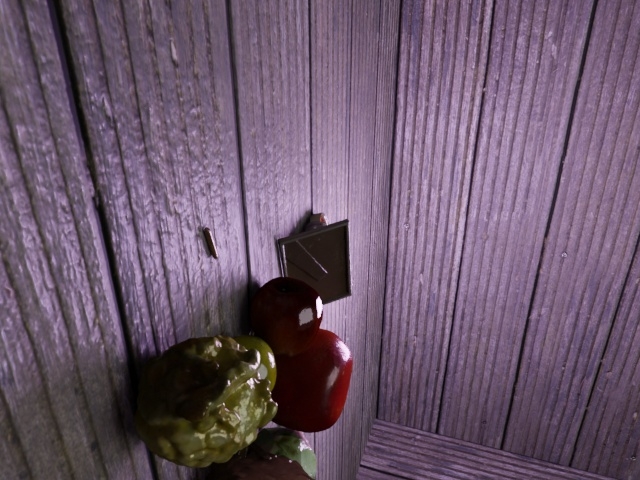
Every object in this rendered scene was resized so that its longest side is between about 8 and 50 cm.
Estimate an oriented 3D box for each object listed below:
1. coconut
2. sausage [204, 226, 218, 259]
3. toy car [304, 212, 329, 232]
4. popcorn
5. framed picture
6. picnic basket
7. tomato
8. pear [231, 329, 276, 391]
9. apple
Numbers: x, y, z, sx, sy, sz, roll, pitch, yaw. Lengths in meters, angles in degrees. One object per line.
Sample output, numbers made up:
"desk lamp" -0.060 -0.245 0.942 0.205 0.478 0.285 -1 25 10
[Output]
"coconut" -0.127 0.704 1.579 0.205 0.235 0.236 106 6 -49
"sausage" -0.256 0.007 1.156 0.015 0.015 0.100 -63 155 -45
"toy car" 0.000 0.000 1.817 0.235 0.145 0.236 -12 90 -78
"popcorn" -0.232 0.309 0.995 0.237 0.292 0.293 58 40 -37
"framed picture" -0.010 0.100 1.683 0.022 0.247 0.335 -125 -157 -49
"picnic basket" -0.179 0.705 1.336 0.321 0.291 0.255 -12 -115 62
"tomato" -0.047 0.443 1.596 0.290 0.292 0.326 0 108 -84
"pear" -0.195 0.323 1.289 0.216 0.166 0.180 -95 169 -62
"apple" -0.100 0.220 1.431 0.234 0.233 0.234 8 90 -73
